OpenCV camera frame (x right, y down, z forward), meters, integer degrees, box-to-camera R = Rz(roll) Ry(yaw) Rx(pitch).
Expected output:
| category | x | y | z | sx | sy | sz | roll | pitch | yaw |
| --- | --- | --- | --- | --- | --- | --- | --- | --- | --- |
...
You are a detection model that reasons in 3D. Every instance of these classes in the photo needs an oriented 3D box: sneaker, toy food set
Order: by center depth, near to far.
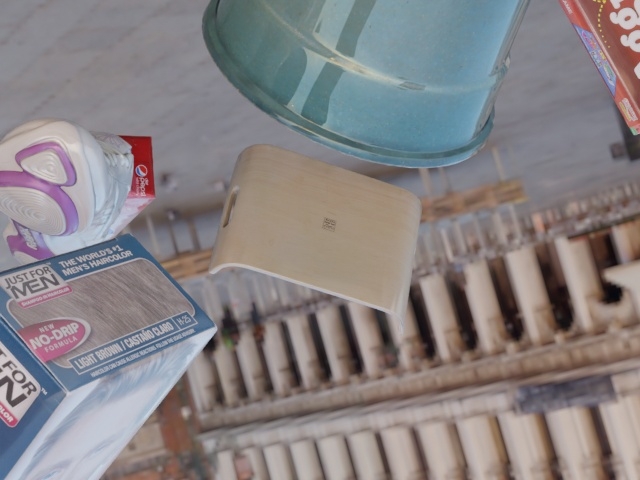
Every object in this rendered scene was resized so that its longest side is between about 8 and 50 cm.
| category | x | y | z | sx | sy | sz | roll | pitch | yaw |
| --- | --- | --- | --- | --- | --- | --- | --- | --- | --- |
| sneaker | -0.244 | -0.066 | 1.170 | 0.152 | 0.114 | 0.305 | -62 | -177 | -21 |
| toy food set | 0.000 | 0.000 | 1.828 | 0.306 | 0.220 | 0.092 | 17 | 146 | -8 |

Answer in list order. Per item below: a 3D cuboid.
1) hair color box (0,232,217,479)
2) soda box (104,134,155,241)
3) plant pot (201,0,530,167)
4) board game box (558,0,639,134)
| category | x | y | z | sx | sy | sz | roll | pitch | yaw |
| --- | --- | --- | --- | --- | --- | --- | --- | --- | --- |
| hair color box | -0.240 | 0.163 | 0.880 | 0.347 | 0.105 | 0.174 | -52 | 166 | 26 |
| soda box | -0.295 | -0.061 | 1.601 | 0.092 | 0.084 | 0.263 | 1 | 166 | -23 |
| plant pot | 0.092 | -0.310 | 1.236 | 0.341 | 0.341 | 0.334 | -12 | 141 | -40 |
| board game box | 0.248 | -0.243 | 1.002 | 0.145 | 0.281 | 0.027 | -30 | -179 | -16 |
